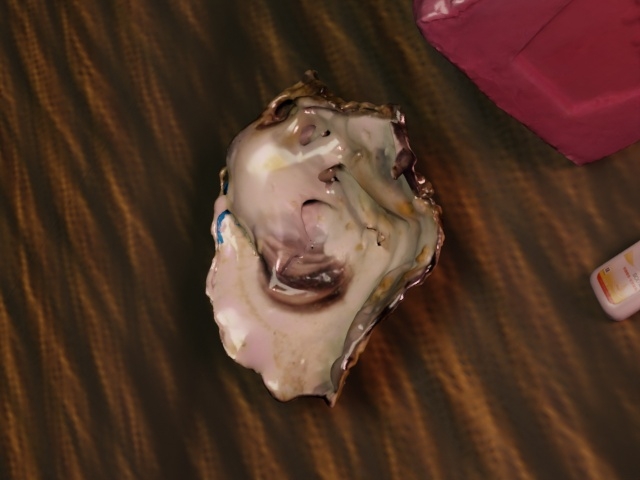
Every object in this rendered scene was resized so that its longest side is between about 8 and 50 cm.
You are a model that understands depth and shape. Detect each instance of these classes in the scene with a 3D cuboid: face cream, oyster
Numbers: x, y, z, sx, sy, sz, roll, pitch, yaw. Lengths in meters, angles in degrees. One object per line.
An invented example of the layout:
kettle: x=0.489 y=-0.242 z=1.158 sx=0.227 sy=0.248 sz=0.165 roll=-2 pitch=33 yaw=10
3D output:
face cream: x=0.210 y=0.016 z=0.929 sx=0.083 sy=0.021 sz=0.040 roll=-36 pitch=54 yaw=19
oyster: x=0.000 y=0.000 z=1.058 sx=0.214 sy=0.083 sz=0.223 roll=32 pitch=97 yaw=45

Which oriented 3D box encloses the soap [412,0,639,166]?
soap: x=0.244 y=-0.205 z=0.860 sx=0.359 sy=0.233 sz=0.128 roll=-28 pitch=57 yaw=25
